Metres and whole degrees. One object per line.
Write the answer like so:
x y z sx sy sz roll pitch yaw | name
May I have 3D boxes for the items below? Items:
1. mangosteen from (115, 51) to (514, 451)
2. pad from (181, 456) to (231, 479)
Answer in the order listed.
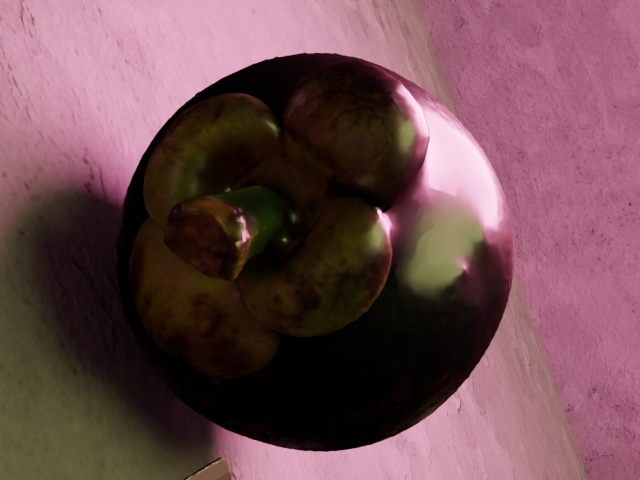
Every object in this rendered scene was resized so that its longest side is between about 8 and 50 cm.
0.000 -0.008 0.691 0.314 0.296 0.297 104 -13 -47 | mangosteen
-0.072 0.292 0.501 0.202 0.005 0.300 -21 97 -51 | pad
